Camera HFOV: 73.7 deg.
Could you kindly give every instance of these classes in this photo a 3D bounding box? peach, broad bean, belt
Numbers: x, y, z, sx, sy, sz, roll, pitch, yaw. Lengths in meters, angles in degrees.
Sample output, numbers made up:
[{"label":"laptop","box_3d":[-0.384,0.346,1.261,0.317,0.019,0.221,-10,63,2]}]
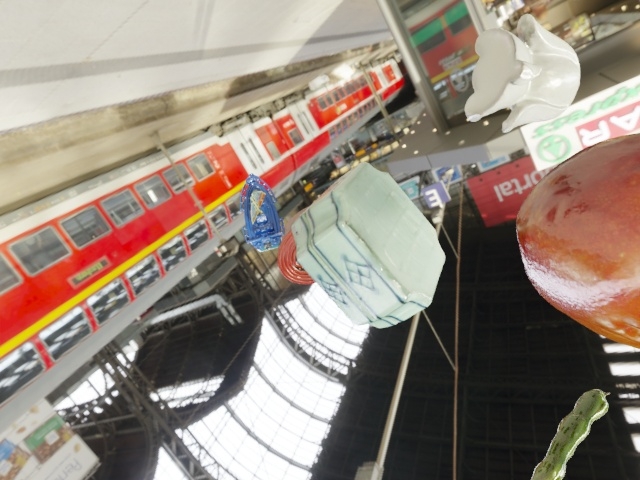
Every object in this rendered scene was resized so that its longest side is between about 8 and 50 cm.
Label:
[{"label":"peach","box_3d":[0.317,0.004,0.423,0.243,0.243,0.200,-1,-119,63]},{"label":"broad bean","box_3d":[0.466,0.371,0.798,0.256,0.053,0.052,-43,-150,-21]},{"label":"belt","box_3d":[0.000,0.000,1.422,0.323,0.227,0.115,-37,-158,11]}]

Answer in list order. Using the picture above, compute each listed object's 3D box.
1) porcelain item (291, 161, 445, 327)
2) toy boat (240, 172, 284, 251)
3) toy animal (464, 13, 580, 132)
[{"label":"porcelain item","box_3d":[0.099,0.009,0.856,0.157,0.281,0.286,-38,-172,37]},{"label":"toy boat","box_3d":[-0.131,-0.072,0.905,0.091,0.175,0.110,-14,162,-3]},{"label":"toy animal","box_3d":[0.527,-0.397,1.074,0.264,0.272,0.206,6,-172,-23]}]
